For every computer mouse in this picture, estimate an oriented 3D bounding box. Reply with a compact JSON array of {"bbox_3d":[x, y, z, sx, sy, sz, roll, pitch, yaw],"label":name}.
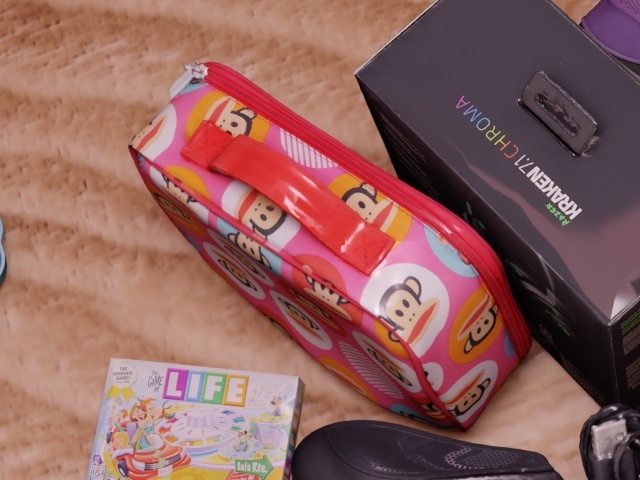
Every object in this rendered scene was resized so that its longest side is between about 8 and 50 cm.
[{"bbox_3d":[0.099,0.191,1.160,0.272,0.188,0.072,3,38,20],"label":"computer mouse"}]

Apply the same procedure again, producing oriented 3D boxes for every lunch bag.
[{"bbox_3d":[0.000,0.000,1.191,0.293,0.258,0.120,35,80,28],"label":"lunch bag"}]

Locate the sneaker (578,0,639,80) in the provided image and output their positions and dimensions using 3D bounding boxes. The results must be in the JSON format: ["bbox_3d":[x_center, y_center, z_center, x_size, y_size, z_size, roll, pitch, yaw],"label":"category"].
[{"bbox_3d":[0.299,-0.074,1.267,0.124,0.107,0.283,-41,72,27],"label":"sneaker"}]

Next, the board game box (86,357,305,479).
[{"bbox_3d":[-0.096,0.149,1.291,0.154,0.026,0.103,4,71,14],"label":"board game box"}]

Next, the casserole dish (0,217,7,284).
[{"bbox_3d":[-0.337,0.036,1.381,0.188,0.037,0.114,-36,67,-3],"label":"casserole dish"}]

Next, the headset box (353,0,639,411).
[{"bbox_3d":[0.166,-0.030,1.162,0.131,0.283,0.246,-41,66,-4],"label":"headset box"}]
